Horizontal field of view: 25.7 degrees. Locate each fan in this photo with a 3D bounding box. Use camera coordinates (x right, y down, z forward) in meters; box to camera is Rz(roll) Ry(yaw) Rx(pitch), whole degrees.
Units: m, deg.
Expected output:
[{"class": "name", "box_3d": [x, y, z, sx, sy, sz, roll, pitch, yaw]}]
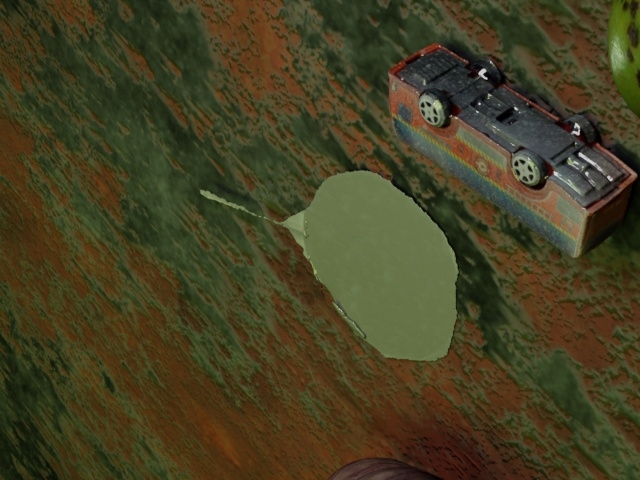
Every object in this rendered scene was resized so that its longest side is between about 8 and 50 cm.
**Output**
[{"class": "fan", "box_3d": [0.001, 0.000, 1.236, 0.310, 0.010, 0.182, 24, 129, 37]}]

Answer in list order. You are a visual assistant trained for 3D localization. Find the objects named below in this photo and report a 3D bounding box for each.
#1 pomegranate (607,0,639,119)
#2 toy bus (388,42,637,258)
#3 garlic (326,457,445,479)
[{"class": "pomegranate", "box_3d": [0.245, -0.088, 0.769, 0.156, 0.156, 0.220, -11, 106, 53]}, {"class": "toy bus", "box_3d": [0.130, -0.065, 0.994, 0.192, 0.065, 0.077, 37, 145, 31]}, {"class": "garlic", "box_3d": [0.096, 0.281, 1.193, 0.245, 0.160, 0.245, 42, 160, 19]}]
